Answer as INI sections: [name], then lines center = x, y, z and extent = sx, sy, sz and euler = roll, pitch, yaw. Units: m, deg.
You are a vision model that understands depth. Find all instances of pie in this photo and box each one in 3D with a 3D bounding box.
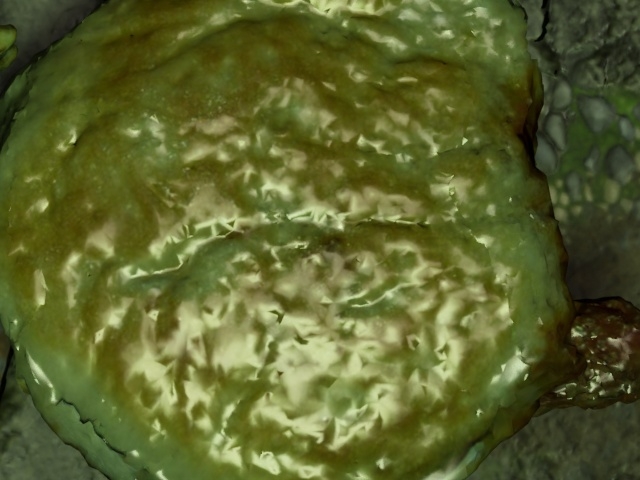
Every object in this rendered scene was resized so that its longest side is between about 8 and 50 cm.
[pie]
center = -0.021, -0.015, 1.026
extent = 0.395, 0.180, 0.418
euler = -28, 93, -8

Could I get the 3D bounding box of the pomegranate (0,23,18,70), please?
[pomegranate]
center = -0.301, -0.066, 0.953
extent = 0.263, 0.211, 0.211
euler = -41, 103, -24
